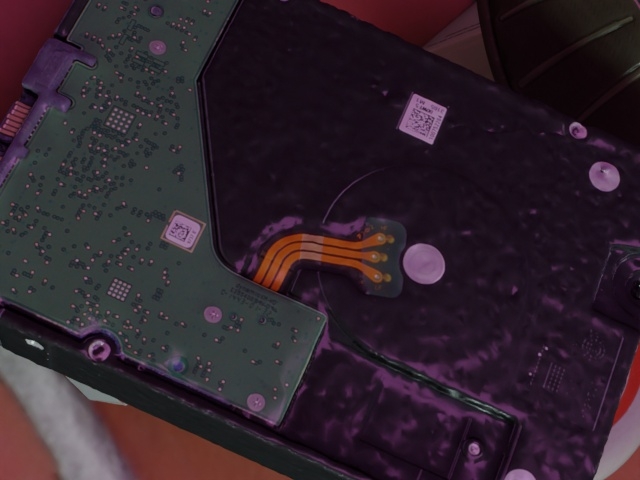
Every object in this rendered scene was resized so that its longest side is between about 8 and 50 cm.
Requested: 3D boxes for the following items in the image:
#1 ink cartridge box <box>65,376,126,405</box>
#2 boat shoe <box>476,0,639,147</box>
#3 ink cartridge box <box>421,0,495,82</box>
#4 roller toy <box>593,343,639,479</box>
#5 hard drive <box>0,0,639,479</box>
[{"bbox_3d":[-0.109,0.002,0.692,0.109,0.063,0.150,48,65,-17],"label":"ink cartridge box"},{"bbox_3d":[0.200,-0.074,0.732,0.307,0.111,0.104,59,39,-7],"label":"boat shoe"},{"bbox_3d":[0.228,-0.134,0.864,0.273,0.115,0.198,-42,106,-24],"label":"ink cartridge box"},{"bbox_3d":[0.101,0.071,0.756,0.191,0.146,0.209,27,65,-16],"label":"roller toy"},{"bbox_3d":[0.000,0.000,0.629,0.339,0.064,0.237,24,67,-2],"label":"hard drive"}]
